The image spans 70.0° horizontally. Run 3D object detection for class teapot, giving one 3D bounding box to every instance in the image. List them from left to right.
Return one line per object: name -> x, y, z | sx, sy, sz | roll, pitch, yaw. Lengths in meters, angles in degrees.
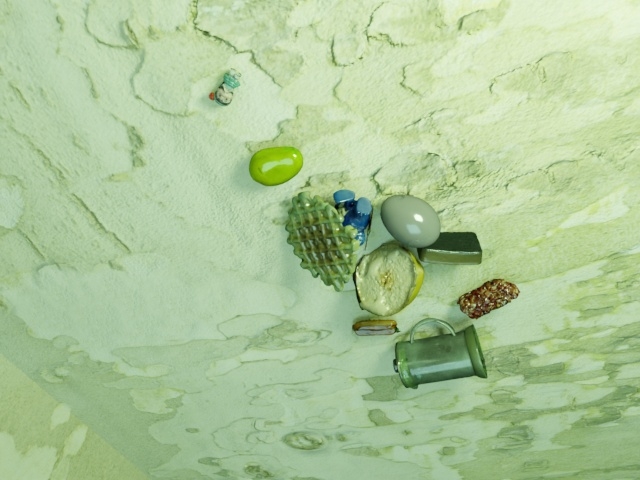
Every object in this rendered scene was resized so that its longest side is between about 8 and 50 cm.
teapot -> 0.438, 0.428, 1.753 | 0.337, 0.200, 0.270 | -16, 99, 19

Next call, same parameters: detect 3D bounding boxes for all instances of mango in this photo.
mango -> -0.130, -0.215, 1.344 | 0.164, 0.089, 0.117 | -4, 128, 7

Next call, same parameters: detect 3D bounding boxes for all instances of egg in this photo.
egg -> 0.274, -0.061, 1.394 | 0.199, 0.146, 0.146 | 33, 126, 3

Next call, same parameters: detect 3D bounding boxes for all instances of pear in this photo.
pear -> 0.260, 0.149, 1.552 | 0.178, 0.266, 0.267 | 20, 131, -41

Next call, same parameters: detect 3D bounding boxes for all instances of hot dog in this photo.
hot dog -> 0.215, 0.333, 1.767 | 0.189, 0.055, 0.072 | -3, 131, 7

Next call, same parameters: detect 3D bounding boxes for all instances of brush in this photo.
brush -> 0.411, 0.021, 1.463 | 0.198, 0.123, 0.059 | 2, 125, 2

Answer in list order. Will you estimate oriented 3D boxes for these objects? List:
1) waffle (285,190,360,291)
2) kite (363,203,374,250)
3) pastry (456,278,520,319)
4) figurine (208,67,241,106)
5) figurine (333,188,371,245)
waffle -> 0.000, 0.000, 1.431 | 0.292, 0.056, 0.309 | 39, 141, 27
kite -> 0.157, -0.043, 1.436 | 0.010, 0.183, 0.160 | 12, 85, 4
pastry -> 0.586, 0.202, 1.605 | 0.209, 0.115, 0.097 | -33, 106, 29
figurine -> -0.254, -0.411, 1.228 | 0.060, 0.047, 0.106 | 24, 124, -25
figurine -> 0.086, -0.051, 1.443 | 0.164, 0.121, 0.262 | 49, 144, 11
